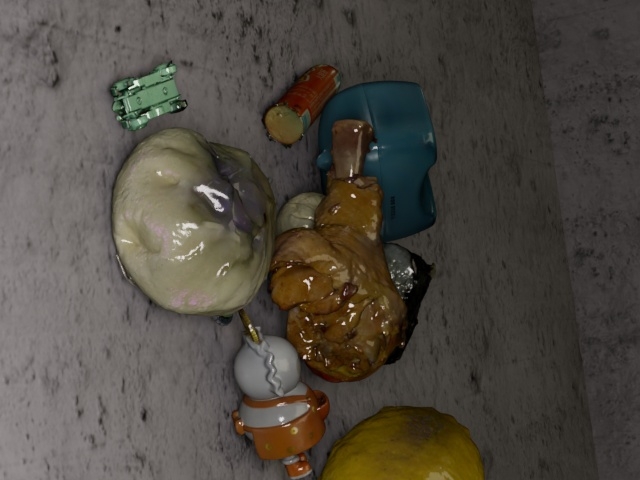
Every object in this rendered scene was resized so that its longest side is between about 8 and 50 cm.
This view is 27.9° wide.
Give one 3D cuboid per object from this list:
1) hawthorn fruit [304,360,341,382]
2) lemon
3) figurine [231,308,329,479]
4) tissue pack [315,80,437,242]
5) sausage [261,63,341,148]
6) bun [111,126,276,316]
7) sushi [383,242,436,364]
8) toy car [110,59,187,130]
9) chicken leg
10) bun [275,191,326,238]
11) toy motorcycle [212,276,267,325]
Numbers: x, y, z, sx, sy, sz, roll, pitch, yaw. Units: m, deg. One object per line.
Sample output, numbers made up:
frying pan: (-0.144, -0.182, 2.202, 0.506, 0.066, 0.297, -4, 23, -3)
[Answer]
hawthorn fruit: (0.030, 0.171, 2.145, 0.138, 0.132, 0.133, -32, 111, -46)
lemon: (0.126, 0.420, 2.101, 0.316, 0.285, 0.285, -61, 139, -23)
figurine: (-0.076, 0.226, 1.892, 0.271, 0.143, 0.143, 57, 32, -21)
tissue pack: (0.091, -0.132, 2.239, 0.287, 0.206, 0.198, 86, -5, -56)
sausage: (-0.022, -0.245, 2.236, 0.083, 0.083, 0.264, 70, 26, -20)
bun: (-0.153, -0.024, 1.746, 0.273, 0.168, 0.273, 27, 53, -43)
sushi: (0.111, 0.113, 2.332, 0.115, 0.147, 0.213, 36, 67, -64)
toy car: (-0.241, -0.198, 1.783, 0.143, 0.054, 0.073, -38, 114, -57)
chicken leg: (0.022, 0.007, 1.971, 0.295, 0.182, 0.410, 15, 78, -50)
bun: (0.000, 0.000, 2.149, 0.188, 0.111, 0.164, 55, 41, -47)
toy motorcycle: (-0.139, 0.038, 1.904, 0.106, 0.074, 0.190, 56, 34, -26)
